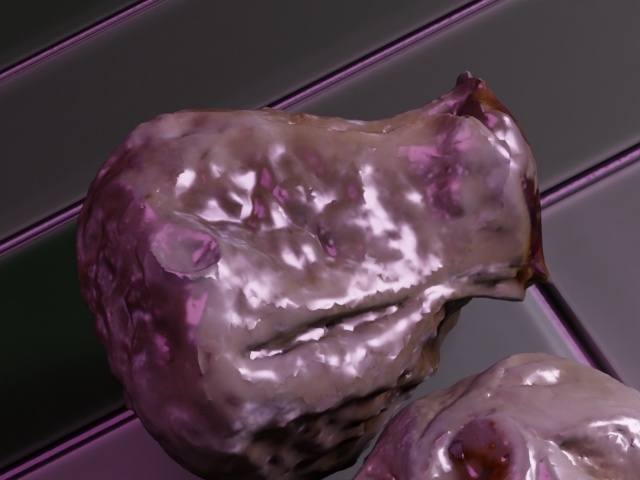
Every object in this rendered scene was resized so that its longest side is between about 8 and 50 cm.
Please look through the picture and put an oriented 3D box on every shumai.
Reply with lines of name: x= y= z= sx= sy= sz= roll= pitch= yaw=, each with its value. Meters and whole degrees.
shumai: x=0.000 y=0.000 z=0.811 sx=0.222 sy=0.225 sz=0.260 roll=-37 pitch=-3 yaw=28

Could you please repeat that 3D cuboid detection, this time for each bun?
bun: x=0.095 y=0.137 z=0.741 sx=0.195 sy=0.118 sz=0.195 roll=-15 pitch=40 yaw=12
